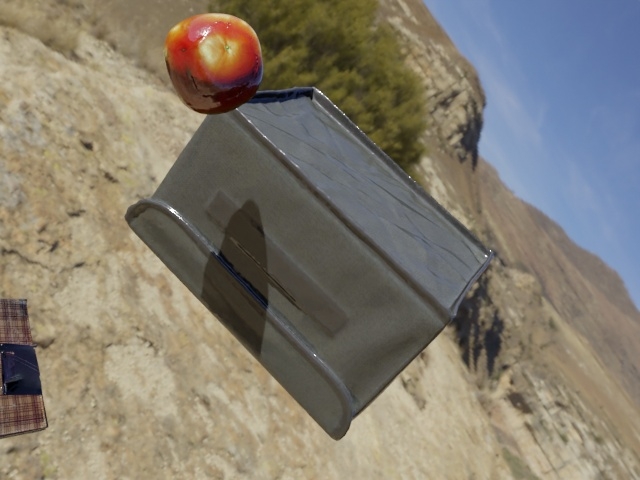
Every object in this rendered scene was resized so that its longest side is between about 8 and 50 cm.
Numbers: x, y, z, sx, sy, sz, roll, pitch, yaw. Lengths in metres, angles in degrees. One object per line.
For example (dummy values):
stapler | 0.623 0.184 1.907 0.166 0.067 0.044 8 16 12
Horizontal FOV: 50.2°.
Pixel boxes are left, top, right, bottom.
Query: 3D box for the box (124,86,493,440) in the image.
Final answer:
box | -0.001 0.001 0.811 0.345 0.204 0.251 44 26 8

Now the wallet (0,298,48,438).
wallet | -0.521 0.206 1.120 0.124 0.042 0.230 5 62 -54

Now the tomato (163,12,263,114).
tomato | -0.089 -0.150 0.578 0.087 0.087 0.075 52 -5 -18
